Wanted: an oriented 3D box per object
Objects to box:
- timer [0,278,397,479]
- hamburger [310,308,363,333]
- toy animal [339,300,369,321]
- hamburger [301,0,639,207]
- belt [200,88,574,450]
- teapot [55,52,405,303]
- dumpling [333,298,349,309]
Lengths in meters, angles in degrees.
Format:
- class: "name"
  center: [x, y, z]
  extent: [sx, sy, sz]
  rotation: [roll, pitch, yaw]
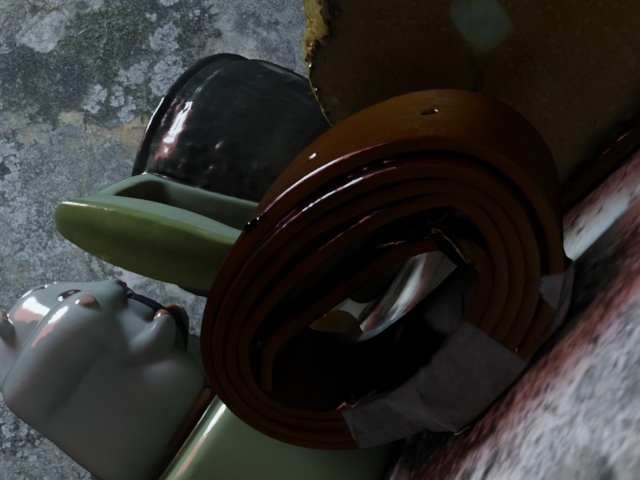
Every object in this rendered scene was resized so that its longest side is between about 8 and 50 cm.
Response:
- class: "timer"
  center: [-0.130, 0.145, 0.713]
  extent: [0.291, 0.315, 0.291]
  rotation: [-54, 2, 3]
- class: "hamburger"
  center: [-0.025, 0.152, 0.964]
  extent: [0.173, 0.116, 0.210]
  rotation: [-53, 2, -14]
- class: "toy animal"
  center: [-0.021, 0.004, 1.249]
  extent: [0.140, 0.282, 0.138]
  rotation: [-54, -20, -17]
- class: "hamburger"
  center: [0.124, -0.167, 0.601]
  extent: [0.318, 0.277, 0.195]
  rotation: [-46, 18, 51]
- class: "belt"
  center: [0.037, 0.029, 0.536]
  extent: [0.261, 0.184, 0.105]
  rotation: [-38, 13, 29]
- class: "teapot"
  center: [-0.040, -0.050, 0.774]
  extent: [0.321, 0.239, 0.239]
  rotation: [34, -104, -64]
- class: "dumpling"
  center: [0.000, 0.000, 1.099]
  extent: [0.250, 0.162, 0.132]
  rotation: [-82, 11, -52]
